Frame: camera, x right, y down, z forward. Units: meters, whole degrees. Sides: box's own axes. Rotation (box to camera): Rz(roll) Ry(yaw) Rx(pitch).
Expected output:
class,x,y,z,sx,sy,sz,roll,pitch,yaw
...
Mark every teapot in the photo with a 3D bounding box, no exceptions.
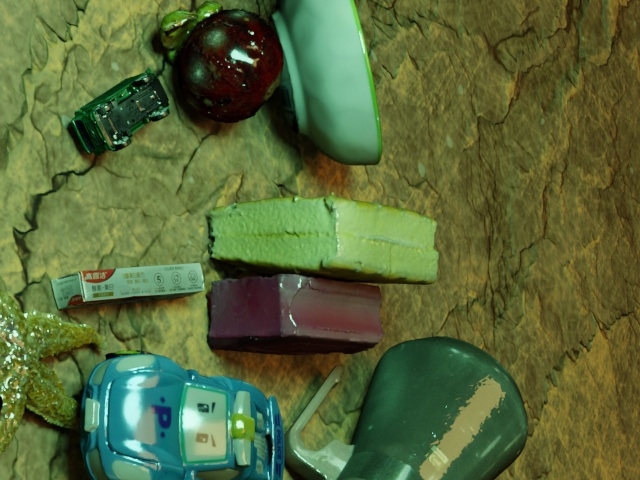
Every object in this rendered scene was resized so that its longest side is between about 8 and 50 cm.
class,x,y,z,sx,sy,sz,roll,pitch,yaw
teapot,0.115,0.307,2.062,0.300,0.253,0.344,36,49,4

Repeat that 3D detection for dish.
class,x,y,z,sx,sy,sz,roll,pitch,yaw
dish,-0.011,-0.254,2.093,0.324,0.124,0.324,166,-90,-85

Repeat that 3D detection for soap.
class,x,y,z,sx,sy,sz,roll,pitch,yaw
soap,-0.019,0.103,1.994,0.250,0.162,0.099,9,72,-49

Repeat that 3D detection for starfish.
class,x,y,z,sx,sy,sz,roll,pitch,yaw
starfish,-0.351,0.153,1.644,0.302,0.060,0.299,16,65,-49

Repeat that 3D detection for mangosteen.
class,x,y,z,sx,sy,sz,roll,pitch,yaw
mangosteen,-0.138,-0.254,1.973,0.180,0.166,0.166,43,41,3

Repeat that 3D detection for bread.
class,x,y,z,sx,sy,sz,roll,pitch,yaw
bread,0.000,0.000,1.997,0.239,0.246,0.111,10,82,-50

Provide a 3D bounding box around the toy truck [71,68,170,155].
class,x,y,z,sx,sy,sz,roll,pitch,yaw
toy truck,-0.258,-0.165,1.845,0.147,0.079,0.065,-45,115,-49

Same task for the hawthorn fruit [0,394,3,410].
class,x,y,z,sx,sy,sz,roll,pitch,yaw
hawthorn fruit,-0.454,0.129,1.345,0.316,0.316,0.316,20,64,-47

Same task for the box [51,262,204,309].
class,x,y,z,sx,sy,sz,roll,pitch,yaw
box,-0.241,0.058,1.817,0.218,0.055,0.039,-3,80,-53

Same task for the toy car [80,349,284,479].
class,x,y,z,sx,sy,sz,roll,pitch,yaw
toy car,-0.160,0.242,1.758,0.314,0.166,0.198,30,53,-52
